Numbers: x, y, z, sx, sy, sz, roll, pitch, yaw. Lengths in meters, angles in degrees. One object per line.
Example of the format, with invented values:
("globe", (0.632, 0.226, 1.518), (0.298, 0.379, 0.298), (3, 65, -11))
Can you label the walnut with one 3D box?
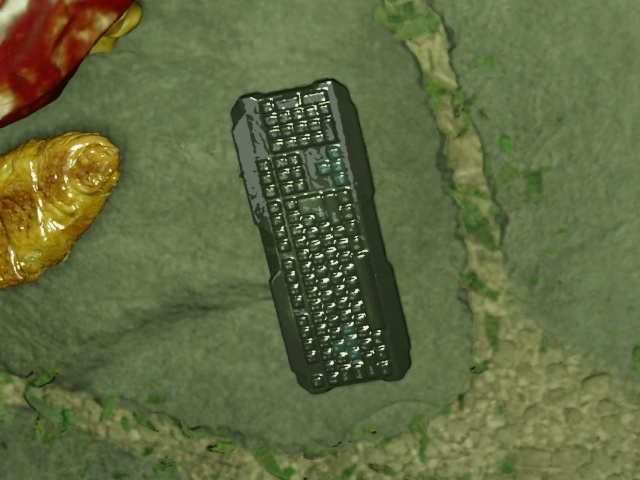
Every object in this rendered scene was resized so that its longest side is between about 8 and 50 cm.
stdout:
("walnut", (-0.216, -0.217, 1.453), (0.269, 0.222, 0.244), (-44, 130, 11))

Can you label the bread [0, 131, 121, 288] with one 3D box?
("bread", (-0.245, -0.020, 1.583), (0.233, 0.076, 0.105), (-28, 91, 23))

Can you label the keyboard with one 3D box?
("keyboard", (0.000, 0.000, 1.585), (0.106, 0.016, 0.262), (-10, 107, 12))
